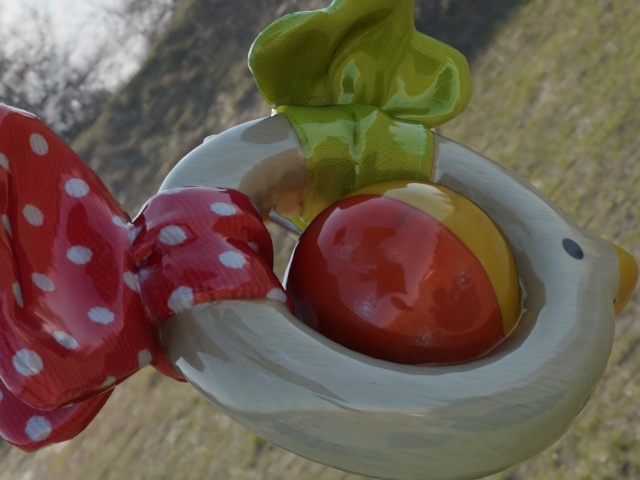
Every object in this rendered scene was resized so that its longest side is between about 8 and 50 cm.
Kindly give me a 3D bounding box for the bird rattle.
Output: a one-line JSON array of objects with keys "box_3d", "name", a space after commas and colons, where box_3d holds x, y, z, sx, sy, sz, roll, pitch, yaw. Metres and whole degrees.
[{"box_3d": [0.000, 0.000, 0.461, 0.253, 0.207, 0.143, -32, -34, -54], "name": "bird rattle"}]
